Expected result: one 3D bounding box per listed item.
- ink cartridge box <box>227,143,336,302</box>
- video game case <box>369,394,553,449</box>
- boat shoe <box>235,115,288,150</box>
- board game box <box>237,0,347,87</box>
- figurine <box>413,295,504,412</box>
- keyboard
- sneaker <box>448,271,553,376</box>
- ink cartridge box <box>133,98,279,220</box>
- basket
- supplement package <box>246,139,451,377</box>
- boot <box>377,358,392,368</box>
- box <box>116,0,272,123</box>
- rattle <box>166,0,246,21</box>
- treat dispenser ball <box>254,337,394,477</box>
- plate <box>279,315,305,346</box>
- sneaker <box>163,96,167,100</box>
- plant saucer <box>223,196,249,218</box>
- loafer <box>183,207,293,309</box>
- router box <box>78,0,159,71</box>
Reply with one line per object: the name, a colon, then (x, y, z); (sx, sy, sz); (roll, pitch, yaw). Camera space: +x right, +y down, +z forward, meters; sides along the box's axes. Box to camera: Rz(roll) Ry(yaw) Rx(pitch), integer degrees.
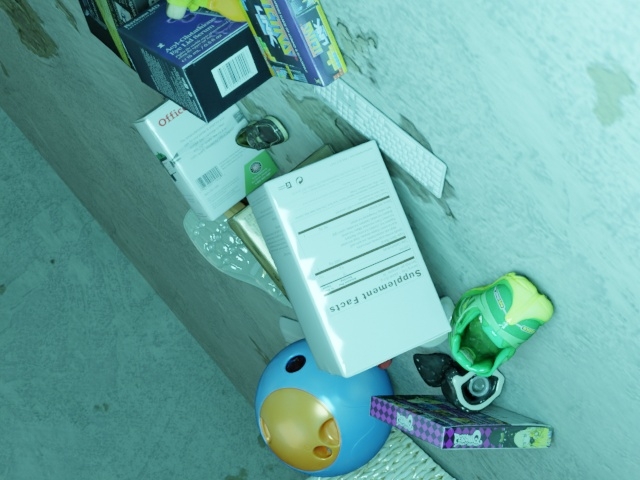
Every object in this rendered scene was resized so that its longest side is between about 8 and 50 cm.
ink cartridge box: (0.000, 0.000, 1.651); (0.234, 0.193, 0.088); (53, 167, -5)
video game case: (0.226, 0.296, 1.717); (0.232, 0.210, 0.041); (10, 94, 63)
boat shoe: (-0.101, -0.176, 1.784); (0.056, 0.049, 0.152); (56, 161, -13)
board game box: (-0.048, -0.297, 1.412); (0.141, 0.048, 0.170); (25, 146, 55)
figurine: (0.181, 0.175, 1.748); (0.215, 0.092, 0.209); (56, 166, -11)
keyboard: (0.079, -0.156, 1.450); (0.256, 0.014, 0.072); (42, 160, 24)
sneaker: (0.224, 0.128, 1.479); (0.109, 0.123, 0.295); (47, 162, 9)
ink cartridge box: (-0.205, -0.169, 1.872); (0.219, 0.160, 0.092); (57, 161, -16)
basket: (0.134, 0.630, 2.370); (0.266, 0.331, 0.328); (46, 163, 32)
supplement package: (0.037, 0.029, 1.521); (0.293, 0.175, 0.177); (68, 167, -2)
boot: (0.077, 0.160, 1.966); (0.176, 0.088, 0.244); (47, 170, 11)
box: (-0.187, -0.292, 1.598); (0.207, 0.153, 0.108); (33, 155, 42)
rattle: (-0.166, -0.387, 1.563); (0.200, 0.143, 0.130); (-141, 48, -77)
treat dispenser ball: (0.009, 0.338, 2.140); (0.288, 0.288, 0.288); (44, 161, 20)
plate: (0.016, 0.311, 2.467); (0.278, 0.045, 0.277); (56, 161, -18)
sneaker: (-0.302, -0.295, 2.053); (0.098, 0.038, 0.069); (53, 161, -6)
plant saucer: (-0.114, -0.036, 1.998); (0.200, 0.037, 0.200); (34, -173, -4)
loafer: (-0.129, 0.034, 2.070); (0.319, 0.112, 0.111); (37, -172, -4)
router box: (-0.344, -0.429, 1.822); (0.243, 0.081, 0.309); (42, 160, 26)
